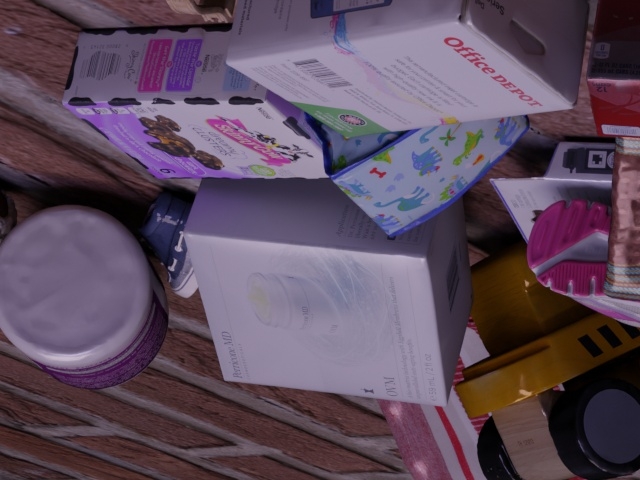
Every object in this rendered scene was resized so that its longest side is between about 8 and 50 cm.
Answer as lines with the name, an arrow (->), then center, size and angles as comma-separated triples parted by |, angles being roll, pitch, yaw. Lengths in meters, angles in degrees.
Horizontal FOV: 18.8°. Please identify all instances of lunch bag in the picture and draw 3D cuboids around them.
lunch bag -> 0.083, -0.091, 1.564 | 0.151, 0.096, 0.129 | -28, 149, 15

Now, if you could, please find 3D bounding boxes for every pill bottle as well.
pill bottle -> -0.252, 0.071, 2.089 | 0.169, 0.169, 0.301 | 9, 168, 3

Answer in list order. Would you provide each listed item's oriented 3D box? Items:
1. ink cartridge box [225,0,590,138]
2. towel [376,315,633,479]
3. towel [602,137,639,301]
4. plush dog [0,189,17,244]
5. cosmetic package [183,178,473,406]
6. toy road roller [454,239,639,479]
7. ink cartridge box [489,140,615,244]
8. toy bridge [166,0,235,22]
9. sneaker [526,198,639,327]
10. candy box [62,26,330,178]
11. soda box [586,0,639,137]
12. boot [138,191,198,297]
ink cartridge box -> 0.064, -0.150, 1.394 | 0.212, 0.093, 0.154 | -3, 158, 39
towel -> 0.180, 0.180, 2.180 | 0.329, 0.037, 0.237 | -13, 110, 50
towel -> 0.406, -0.028, 1.468 | 0.370, 0.040, 0.271 | 7, 132, 12
plush dog -> -0.470, 0.006, 2.053 | 0.262, 0.210, 0.225 | 15, -175, -14
cosmetic package -> 0.012, 0.026, 1.778 | 0.225, 0.138, 0.224 | 6, 141, 15
toy road roller -> 0.283, 0.095, 1.919 | 0.329, 0.240, 0.202 | -23, 177, -28
ink cartridge box -> 0.273, -0.030, 1.709 | 0.208, 0.045, 0.206 | 2, 160, 19
toy bridge -> -0.096, -0.200, 1.380 | 0.026, 0.063, 0.188 | 6, 162, 13
sneaker -> 0.305, 0.031, 1.648 | 0.252, 0.103, 0.111 | 19, 177, 13
candy box -> -0.088, -0.113, 1.622 | 0.196, 0.070, 0.165 | 1, 159, 28
soda box -> 0.321, -0.121, 1.333 | 0.263, 0.092, 0.083 | 5, 154, 16
boot -> -0.151, -0.001, 2.024 | 0.086, 0.069, 0.190 | 24, 154, -8
